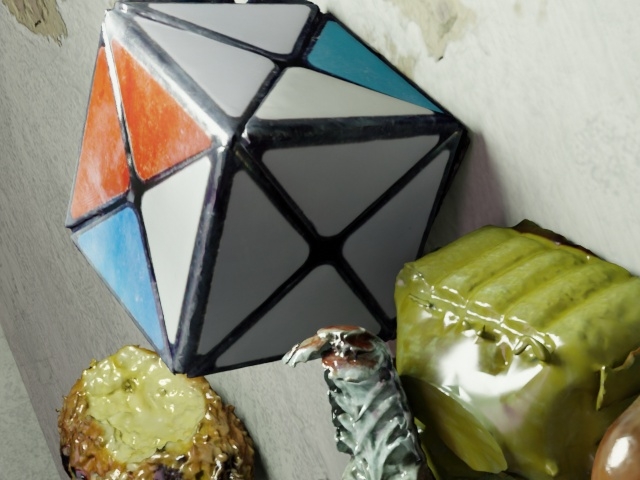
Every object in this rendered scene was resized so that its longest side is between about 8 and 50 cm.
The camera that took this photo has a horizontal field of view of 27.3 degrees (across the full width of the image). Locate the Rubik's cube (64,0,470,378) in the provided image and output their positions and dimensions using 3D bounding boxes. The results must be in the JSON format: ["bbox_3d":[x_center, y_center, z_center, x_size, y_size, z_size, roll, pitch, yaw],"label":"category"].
[{"bbox_3d":[-0.068,-0.071,1.435,0.305,0.310,0.307,45,129,41],"label":"Rubik's cube"}]

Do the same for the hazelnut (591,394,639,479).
[{"bbox_3d":[0.333,0.211,1.101,0.210,0.210,0.186,47,176,36],"label":"hazelnut"}]

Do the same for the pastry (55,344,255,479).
[{"bbox_3d":[-0.276,0.383,2.211,0.405,0.292,0.337,33,143,40],"label":"pastry"}]

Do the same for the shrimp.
[{"bbox_3d":[0.064,0.262,1.274,0.221,0.166,0.410,-1,106,28],"label":"shrimp"}]

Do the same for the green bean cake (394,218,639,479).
[{"bbox_3d":[0.197,0.161,1.283,0.310,0.202,0.285,26,132,53],"label":"green bean cake"}]

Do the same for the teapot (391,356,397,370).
[{"bbox_3d":[0.089,0.198,1.613,0.129,0.078,0.098,54,130,52],"label":"teapot"}]
